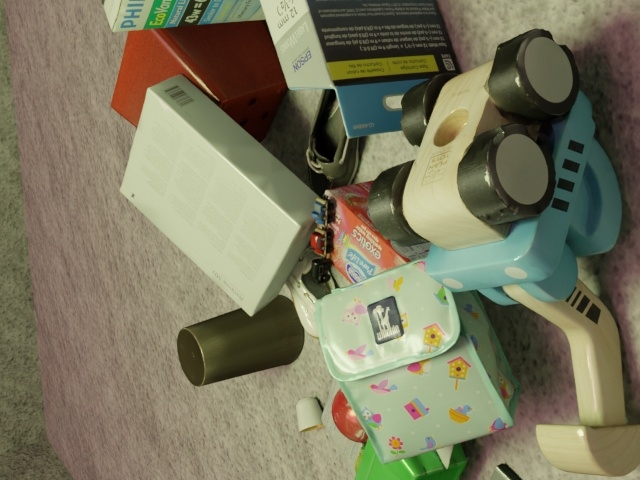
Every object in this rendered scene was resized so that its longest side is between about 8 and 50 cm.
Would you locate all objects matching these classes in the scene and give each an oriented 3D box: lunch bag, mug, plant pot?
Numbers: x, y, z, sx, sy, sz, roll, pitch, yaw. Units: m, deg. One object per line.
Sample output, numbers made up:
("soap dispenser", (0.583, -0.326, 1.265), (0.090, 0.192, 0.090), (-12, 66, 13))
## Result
("lunch bag", (0.136, 0.161, 1.134), (0.223, 0.160, 0.262), (-23, 101, 25))
("mug", (-0.028, 0.372, 1.681), (0.078, 0.062, 0.064), (-39, 61, 46))
("plant pot", (-0.221, -0.312, 1.574), (0.235, 0.267, 0.267), (48, 138, 16))

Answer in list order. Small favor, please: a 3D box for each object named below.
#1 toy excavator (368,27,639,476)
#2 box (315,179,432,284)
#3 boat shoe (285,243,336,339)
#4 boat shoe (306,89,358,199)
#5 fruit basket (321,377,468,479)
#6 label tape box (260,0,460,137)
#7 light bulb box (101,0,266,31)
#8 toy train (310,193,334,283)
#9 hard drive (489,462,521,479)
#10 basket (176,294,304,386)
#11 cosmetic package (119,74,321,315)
("toy excavator", (0.288, 0.028, 1.001), (0.222, 0.445, 0.432), (-18, 45, 56))
("box", (0.116, 0.019, 1.296), (0.257, 0.128, 0.122), (45, 134, 37))
("boat shoe", (-0.026, 0.054, 1.544), (0.096, 0.098, 0.277), (-41, 75, 50))
("boat shoe", (0.021, -0.200, 1.385), (0.112, 0.096, 0.335), (51, 138, 32))
("fruit basket", (0.116, 0.337, 1.419), (0.353, 0.166, 0.327), (-120, 35, -49))
("label tape box", (0.057, -0.308, 1.162), (0.115, 0.249, 0.347), (-24, 81, 55))
("light bulb box", (-0.172, -0.544, 1.287), (0.358, 0.361, 0.225), (-42, 66, 58))
("toy train", (0.000, 0.000, 1.306), (0.027, 0.036, 0.158), (29, 124, 48))
("hard drive", (0.317, 0.431, 1.242), (0.135, 0.022, 0.094), (43, 133, 39))
("basket", (-0.179, 0.221, 1.694), (0.204, 0.227, 0.154), (-45, 64, 50))
("cosmetic package", (-0.193, -0.079, 1.466), (0.377, 0.097, 0.284), (43, 135, 11))
